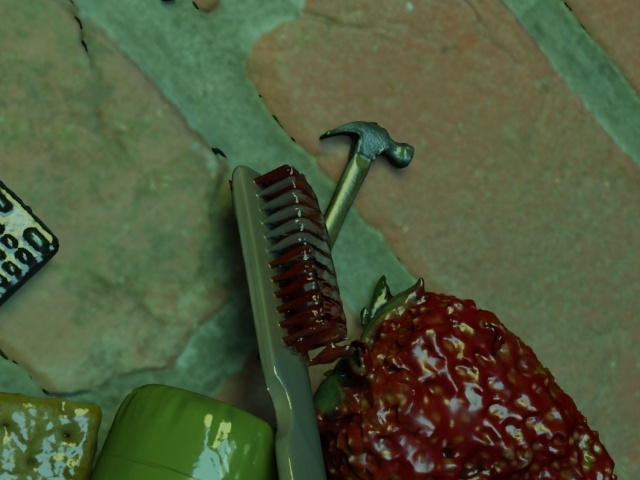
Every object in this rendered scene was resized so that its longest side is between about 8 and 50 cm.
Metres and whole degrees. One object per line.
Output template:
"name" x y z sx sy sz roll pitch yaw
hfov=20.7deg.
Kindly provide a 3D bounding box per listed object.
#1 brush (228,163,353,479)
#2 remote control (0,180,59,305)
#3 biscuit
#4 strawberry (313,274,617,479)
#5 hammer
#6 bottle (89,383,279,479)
"brush" -0.004 0.091 1.045 0.050 0.060 0.321 -19 57 14
"remote control" -0.256 0.062 1.033 0.063 0.025 0.245 48 68 -8
"biscuit" -0.175 0.134 1.060 0.081 0.018 0.083 12 77 -22
"strawberry" 0.101 0.140 1.132 0.228 0.098 0.174 42 70 -10
"hammer" 0.000 0.000 1.158 0.062 0.017 0.182 31 72 -15
"bottle" -0.107 0.220 1.023 0.112 0.112 0.260 26 72 -17
